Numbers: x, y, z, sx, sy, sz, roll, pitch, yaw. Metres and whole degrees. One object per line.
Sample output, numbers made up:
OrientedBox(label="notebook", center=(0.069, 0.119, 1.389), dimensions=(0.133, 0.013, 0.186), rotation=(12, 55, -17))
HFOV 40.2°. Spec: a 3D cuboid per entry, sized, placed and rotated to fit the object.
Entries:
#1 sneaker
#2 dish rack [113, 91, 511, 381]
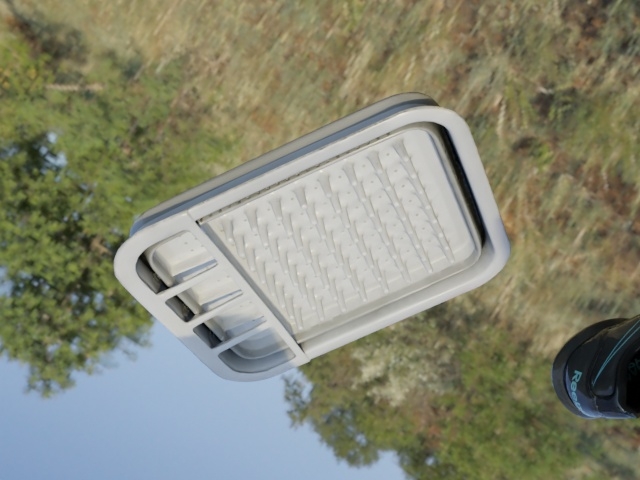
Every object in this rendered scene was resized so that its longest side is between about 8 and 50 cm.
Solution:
OrientedBox(label="sneaker", center=(0.322, 0.076, 0.702), dimensions=(0.101, 0.267, 0.106), rotation=(61, 178, -1))
OrientedBox(label="dish rack", center=(0.000, 0.000, 0.840), dimensions=(0.285, 0.333, 0.072), rotation=(57, -168, -49))
